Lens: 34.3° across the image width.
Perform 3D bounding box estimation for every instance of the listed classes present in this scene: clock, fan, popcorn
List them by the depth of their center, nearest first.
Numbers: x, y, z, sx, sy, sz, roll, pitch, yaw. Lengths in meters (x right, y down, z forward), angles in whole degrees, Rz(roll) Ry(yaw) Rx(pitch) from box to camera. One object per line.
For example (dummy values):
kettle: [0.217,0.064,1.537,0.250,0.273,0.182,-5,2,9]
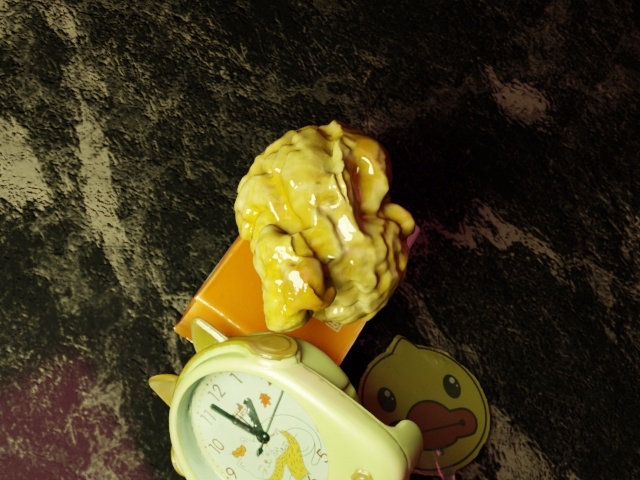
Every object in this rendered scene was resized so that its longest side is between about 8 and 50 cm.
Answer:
clock: [-0.063,0.253,1.377,0.348,0.286,0.117,42,32,7]
popcorn: [0.000,0.000,1.390,0.265,0.225,0.332,52,33,-29]
fan: [0.177,0.300,1.612,0.229,0.011,0.335,-8,69,-28]

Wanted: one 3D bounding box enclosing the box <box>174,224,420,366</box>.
box: [-0.032,0.060,1.559,0.225,0.143,0.341,37,55,-3]
